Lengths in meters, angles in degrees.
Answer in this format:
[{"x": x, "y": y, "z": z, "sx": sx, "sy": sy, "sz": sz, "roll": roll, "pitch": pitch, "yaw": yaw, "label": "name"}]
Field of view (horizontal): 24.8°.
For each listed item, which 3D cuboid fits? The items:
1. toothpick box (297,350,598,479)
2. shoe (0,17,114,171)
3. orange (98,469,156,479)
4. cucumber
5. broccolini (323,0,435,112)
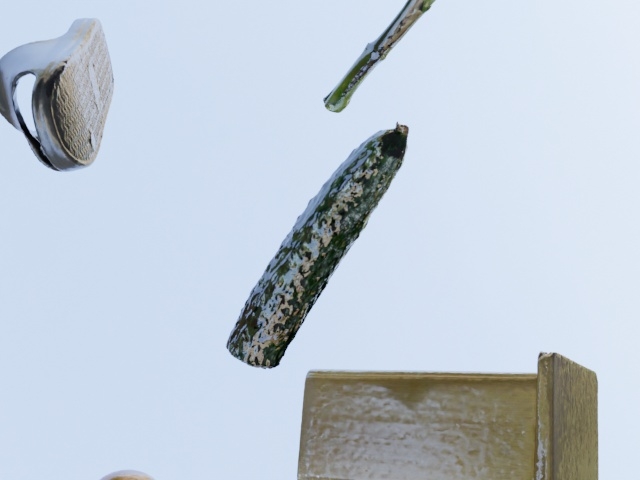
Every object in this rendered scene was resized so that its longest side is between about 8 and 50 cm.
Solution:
[{"x": 0.146, "y": 0.229, "z": 1.658, "sx": 0.187, "sy": 0.308, "sz": 0.190, "roll": 24, "pitch": -113, "yaw": -62, "label": "toothpick box"}, {"x": -0.257, "y": -0.136, "z": 1.368, "sx": 0.241, "sy": 0.093, "sz": 0.108, "roll": -84, "pitch": -13, "yaw": -64, "label": "shoe"}, {"x": -0.275, "y": 0.402, "z": 2.055, "sx": 0.156, "sy": 0.124, "sz": 0.156, "roll": -15, "pitch": -90, "yaw": -74, "label": "orange"}, {"x": 0.000, "y": 0.000, "z": 1.454, "sx": 0.067, "sy": 0.293, "sz": 0.067, "roll": 30, "pitch": -165, "yaw": -9, "label": "cucumber"}, {"x": 0.080, "y": -0.185, "z": 1.151, "sx": 0.054, "sy": 0.239, "sz": 0.051, "roll": 0, "pitch": -132, "yaw": -49, "label": "broccolini"}]
